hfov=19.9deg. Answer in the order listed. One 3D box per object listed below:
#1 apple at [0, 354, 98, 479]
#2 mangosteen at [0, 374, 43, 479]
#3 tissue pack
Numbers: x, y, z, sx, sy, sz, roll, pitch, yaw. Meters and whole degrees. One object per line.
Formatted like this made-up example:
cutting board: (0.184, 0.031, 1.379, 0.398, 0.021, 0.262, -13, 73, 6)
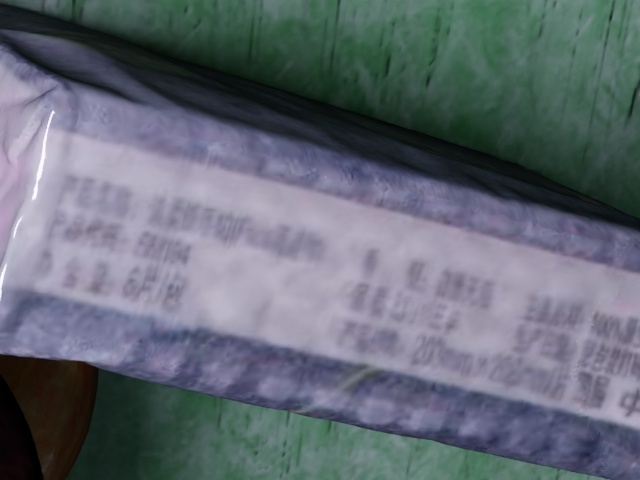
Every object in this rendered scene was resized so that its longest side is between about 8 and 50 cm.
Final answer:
apple: (-0.180, 0.068, 0.901, 0.146, 0.146, 0.131, 39, 86, -34)
mangosteen: (-0.212, 0.086, 0.696, 0.231, 0.231, 0.289, 0, 141, -23)
tissue pack: (0.000, 0.000, 0.848, 0.394, 0.288, 0.124, 15, 99, -28)
